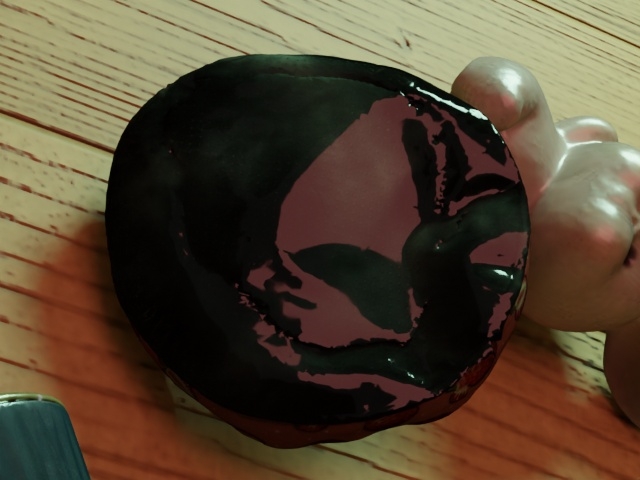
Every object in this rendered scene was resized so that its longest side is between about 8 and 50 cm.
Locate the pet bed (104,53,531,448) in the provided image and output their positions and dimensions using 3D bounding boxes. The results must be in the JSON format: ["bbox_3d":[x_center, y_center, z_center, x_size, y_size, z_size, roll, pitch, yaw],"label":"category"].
[{"bbox_3d":[0.000,0.000,0.745,0.201,0.053,0.201,1,62,-1],"label":"pet bed"}]

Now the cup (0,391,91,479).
[{"bbox_3d":[-0.107,0.149,0.562,0.176,0.131,0.155,11,51,-62],"label":"cup"}]

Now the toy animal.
[{"bbox_3d":[0.140,-0.001,0.848,0.212,0.124,0.124,35,43,-1],"label":"toy animal"}]
